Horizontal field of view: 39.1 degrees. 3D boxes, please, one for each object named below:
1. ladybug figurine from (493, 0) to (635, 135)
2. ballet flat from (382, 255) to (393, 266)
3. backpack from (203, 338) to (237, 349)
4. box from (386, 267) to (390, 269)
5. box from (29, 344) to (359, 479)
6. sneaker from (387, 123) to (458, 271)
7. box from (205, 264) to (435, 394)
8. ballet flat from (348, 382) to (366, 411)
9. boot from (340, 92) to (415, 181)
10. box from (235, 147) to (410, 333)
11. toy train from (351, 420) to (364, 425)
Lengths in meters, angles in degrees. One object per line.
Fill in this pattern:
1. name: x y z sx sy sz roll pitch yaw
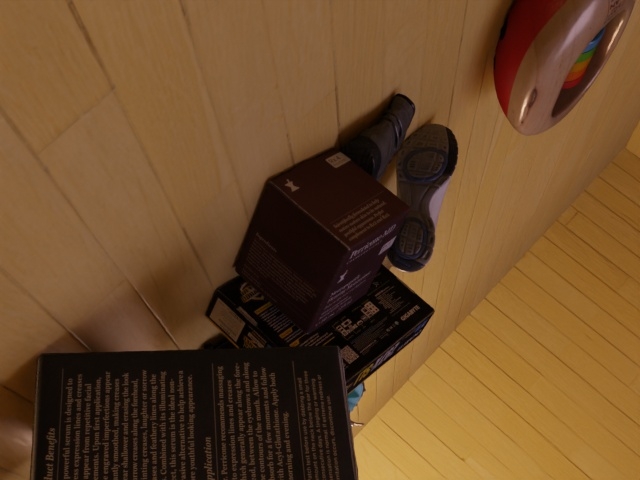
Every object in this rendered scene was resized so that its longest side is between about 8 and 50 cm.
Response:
1. ladybug figurine: 0.443 -0.379 1.691 0.305 0.162 0.449 -42 162 -21
2. ballet flat: 0.122 0.009 1.843 0.123 0.123 0.348 -53 163 11
3. backpack: -0.158 0.253 1.648 0.158 0.117 0.173 -26 154 -50
4. box: 0.093 0.106 2.095 0.164 0.021 0.201 -57 161 24
5. box: -0.175 0.302 1.227 0.396 0.212 0.293 -1 147 -10
6. sneaker: 0.183 -0.077 1.699 0.129 0.111 0.297 72 34 -77
7. box: 0.008 0.125 1.541 0.322 0.257 0.079 -32 155 -45
8. ballet flat: -0.062 0.472 2.345 0.409 0.147 0.147 -44 163 2
9. boot: 0.089 -0.123 1.525 0.161 0.083 0.246 -47 167 -35
10. box: 0.000 0.000 1.408 0.168 0.167 0.203 -32 155 -44
11. toy train: -0.037 0.418 2.109 0.143 0.248 0.105 -17 108 -44
